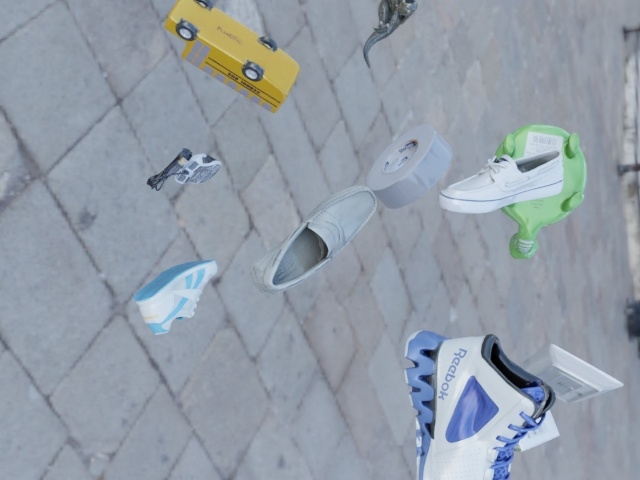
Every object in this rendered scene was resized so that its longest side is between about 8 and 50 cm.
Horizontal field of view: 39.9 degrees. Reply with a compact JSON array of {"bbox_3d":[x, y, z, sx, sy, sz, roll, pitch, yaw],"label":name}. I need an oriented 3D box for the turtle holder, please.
[{"bbox_3d":[0.560,-0.132,2.255,0.227,0.243,0.320,8,62,-83],"label":"turtle holder"}]

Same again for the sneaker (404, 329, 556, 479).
[{"bbox_3d":[0.227,0.264,1.187,0.127,0.182,0.315,6,72,-58],"label":"sneaker"}]

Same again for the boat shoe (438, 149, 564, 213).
[{"bbox_3d":[0.326,-0.114,1.591,0.258,0.095,0.084,-15,117,-25],"label":"boat shoe"}]

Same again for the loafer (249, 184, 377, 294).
[{"bbox_3d":[0.000,0.000,1.787,0.319,0.111,0.112,-42,107,-17],"label":"loafer"}]

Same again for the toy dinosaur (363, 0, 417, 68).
[{"bbox_3d":[0.167,-0.513,1.846,0.160,0.121,0.313,-54,152,-63],"label":"toy dinosaur"}]

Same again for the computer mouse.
[{"bbox_3d":[-0.265,-0.146,1.765,0.042,0.106,0.193,49,17,10],"label":"computer mouse"}]

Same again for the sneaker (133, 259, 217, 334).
[{"bbox_3d":[-0.284,0.107,1.786,0.229,0.087,0.092,-39,116,-51],"label":"sneaker"}]

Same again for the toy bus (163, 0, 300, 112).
[{"bbox_3d":[-0.214,-0.449,2.109,0.333,0.130,0.108,30,60,-13],"label":"toy bus"}]

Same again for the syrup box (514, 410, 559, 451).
[{"bbox_3d":[0.417,0.397,1.918,0.237,0.093,0.096,123,-53,-75],"label":"syrup box"}]

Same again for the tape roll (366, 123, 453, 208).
[{"bbox_3d":[0.216,-0.182,2.158,0.072,0.219,0.219,43,46,-22],"label":"tape roll"}]

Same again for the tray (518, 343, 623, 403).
[{"bbox_3d":[0.462,0.263,1.669,0.030,0.145,0.270,-60,172,-14],"label":"tray"}]
